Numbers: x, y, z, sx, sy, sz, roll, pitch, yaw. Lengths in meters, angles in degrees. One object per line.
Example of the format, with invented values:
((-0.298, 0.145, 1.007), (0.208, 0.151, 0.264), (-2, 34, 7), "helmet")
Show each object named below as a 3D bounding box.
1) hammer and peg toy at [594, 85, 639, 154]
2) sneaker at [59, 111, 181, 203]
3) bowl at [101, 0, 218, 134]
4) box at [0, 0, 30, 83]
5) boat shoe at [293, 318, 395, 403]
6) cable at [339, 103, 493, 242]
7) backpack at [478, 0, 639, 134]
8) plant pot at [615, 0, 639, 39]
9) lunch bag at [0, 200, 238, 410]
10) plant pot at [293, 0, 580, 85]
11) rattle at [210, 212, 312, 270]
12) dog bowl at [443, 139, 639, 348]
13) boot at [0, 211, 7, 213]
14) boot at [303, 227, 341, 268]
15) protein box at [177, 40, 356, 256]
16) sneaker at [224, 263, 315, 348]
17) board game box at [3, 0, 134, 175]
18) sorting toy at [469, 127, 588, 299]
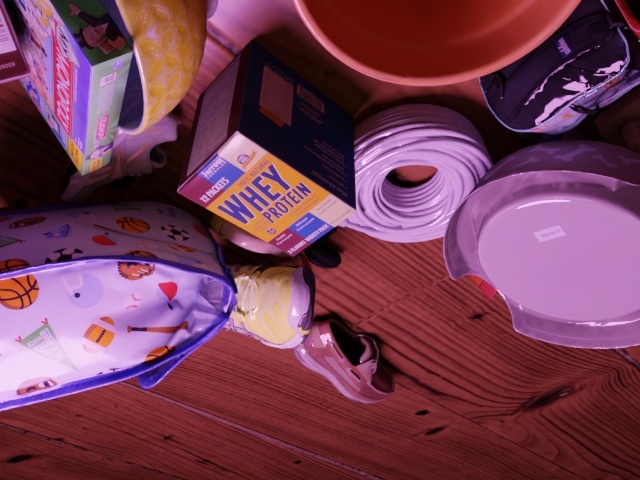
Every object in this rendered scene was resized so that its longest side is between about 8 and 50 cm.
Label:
((0.600, -0.148, 0.858), (0.361, 0.127, 0.266), (28, 132, -28), "hammer and peg toy")
((-0.314, -0.124, 0.933), (0.121, 0.099, 0.262), (23, 138, -34), "sneaker")
((-0.212, -0.282, 0.673), (0.156, 0.289, 0.289), (-35, 148, -26), "bowl")
((-0.432, -0.233, 0.625), (0.167, 0.203, 0.168), (-26, 116, -26), "box")
((0.080, 0.279, 1.376), (0.116, 0.123, 0.324), (-31, 132, 29), "boat shoe")
((0.145, -0.098, 0.957), (0.257, 0.089, 0.257), (24, 133, -26), "cable")
((0.300, -0.224, 0.747), (0.144, 0.165, 0.188), (-6, 157, -43), "backpack")
((0.430, -0.305, 0.598), (0.267, 0.267, 0.236), (-29, 144, 30), "plant pot")
((-0.339, 0.071, 0.919), (0.386, 0.328, 0.238), (-12, 113, -16), "lunch bag")
((0.110, -0.333, 0.595), (0.291, 0.203, 0.290), (0, 139, 0), "plant pot")
((-0.078, -0.041, 1.035), (0.200, 0.142, 0.130), (23, 180, -13), "rattle")
((0.358, 0.007, 0.855), (0.349, 0.102, 0.348), (17, 140, 15), "dog bowl")
((-0.621, 0.011, 1.129), (0.219, 0.082, 0.106), (-20, 157, 17), "boot")
((0.000, 0.000, 1.105), (0.121, 0.045, 0.099), (22, 139, -14), "boot")
((-0.066, -0.126, 0.840), (0.200, 0.201, 0.136), (31, 131, -30), "protein box")
((-0.137, 0.110, 1.047), (0.147, 0.145, 0.385), (10, 169, -30), "sneaker")
((-0.302, -0.218, 0.672), (0.213, 0.046, 0.317), (58, 154, -2), "board game box")
((0.308, -0.056, 1.019), (0.126, 0.127, 0.365), (28, 138, 14), "sorting toy")
